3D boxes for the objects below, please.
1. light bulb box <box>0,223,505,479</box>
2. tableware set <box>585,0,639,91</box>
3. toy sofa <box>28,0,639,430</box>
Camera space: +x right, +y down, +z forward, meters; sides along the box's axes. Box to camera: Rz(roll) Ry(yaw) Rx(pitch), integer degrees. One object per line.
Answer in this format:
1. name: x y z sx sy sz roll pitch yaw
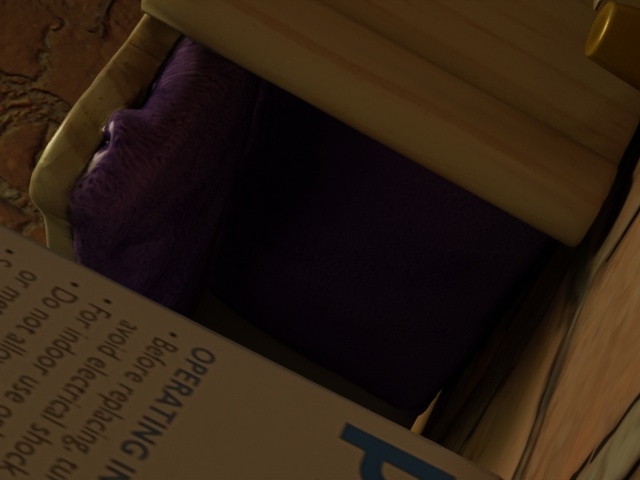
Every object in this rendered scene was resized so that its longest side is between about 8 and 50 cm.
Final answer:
1. light bulb box: -0.202 0.154 0.418 0.358 0.361 0.225 -64 -3 30
2. tableware set: 0.112 -0.099 0.468 0.154 0.024 0.104 122 168 -47
3. toy sofa: 0.000 0.000 0.690 0.177 0.150 0.362 -60 -2 -22
